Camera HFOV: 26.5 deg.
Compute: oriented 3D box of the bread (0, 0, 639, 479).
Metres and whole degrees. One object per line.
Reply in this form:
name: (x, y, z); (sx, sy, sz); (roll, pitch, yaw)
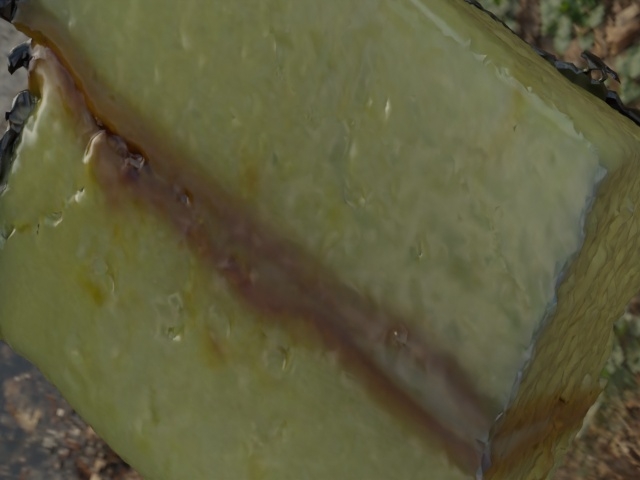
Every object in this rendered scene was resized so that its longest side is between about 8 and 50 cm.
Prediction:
bread: (0.000, 0.000, 0.753); (0.405, 0.242, 0.346); (36, 107, 9)
